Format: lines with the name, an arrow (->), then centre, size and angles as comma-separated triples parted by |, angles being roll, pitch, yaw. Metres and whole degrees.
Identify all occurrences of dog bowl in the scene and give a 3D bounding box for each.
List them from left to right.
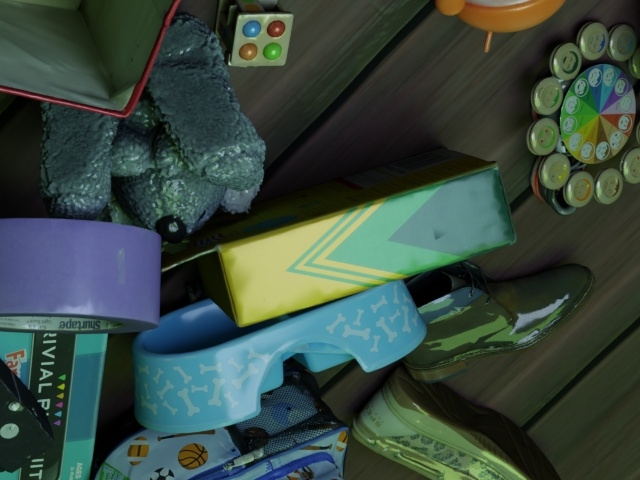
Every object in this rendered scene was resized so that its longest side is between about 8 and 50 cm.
dog bowl -> -0.045, 0.091, 1.882 | 0.297, 0.166, 0.074 | -19, 109, -18

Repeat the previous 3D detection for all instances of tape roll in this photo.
tape roll -> -0.230, 0.033, 1.678 | 0.189, 0.189, 0.080 | 4, 81, -24

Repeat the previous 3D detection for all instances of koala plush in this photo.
koala plush -> -0.141, -0.080, 1.754 | 0.196, 0.203, 0.221 | -14, 150, 3

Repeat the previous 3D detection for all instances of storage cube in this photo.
storage cube -> -0.225, -0.239, 1.565 | 0.215, 0.193, 0.183 | 12, 120, -28

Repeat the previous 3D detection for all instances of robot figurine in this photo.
robot figurine -> 0.156, -0.275, 1.733 | 0.128, 0.158, 0.219 | -9, 130, 6

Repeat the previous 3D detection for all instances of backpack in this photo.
backpack -> -0.098, 0.279, 1.986 | 0.263, 0.213, 0.276 | -14, 129, -19

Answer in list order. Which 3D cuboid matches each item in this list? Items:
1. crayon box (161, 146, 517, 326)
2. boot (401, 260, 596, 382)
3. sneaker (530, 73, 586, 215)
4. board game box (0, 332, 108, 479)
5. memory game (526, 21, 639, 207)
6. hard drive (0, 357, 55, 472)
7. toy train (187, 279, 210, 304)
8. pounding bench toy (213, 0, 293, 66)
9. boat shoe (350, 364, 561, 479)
crayon box -> 0.000, 0.000, 1.829 | 0.318, 0.202, 0.081 | -16, 100, -8
boot -> 0.174, 0.062, 2.026 | 0.219, 0.082, 0.106 | -28, 133, 2
sneaker -> 0.247, -0.093, 1.947 | 0.061, 0.065, 0.158 | -13, 129, -12
board game box -> -0.378, 0.136, 1.863 | 0.336, 0.079, 0.254 | -3, 126, -19
memory game -> 0.273, -0.121, 1.921 | 0.186, 0.012, 0.186 | -10, 107, -34
hard drive -> -0.421, 0.126, 1.744 | 0.237, 0.064, 0.339 | -32, 130, 3
toy train -> -0.070, 0.072, 1.973 | 0.158, 0.027, 0.036 | 20, 127, -33
pounding bench toy -> -0.061, -0.177, 1.760 | 0.052, 0.065, 0.083 | -3, 127, -20
boat shoe -> 0.157, 0.234, 2.145 | 0.285, 0.104, 0.089 | 35, 112, -27
